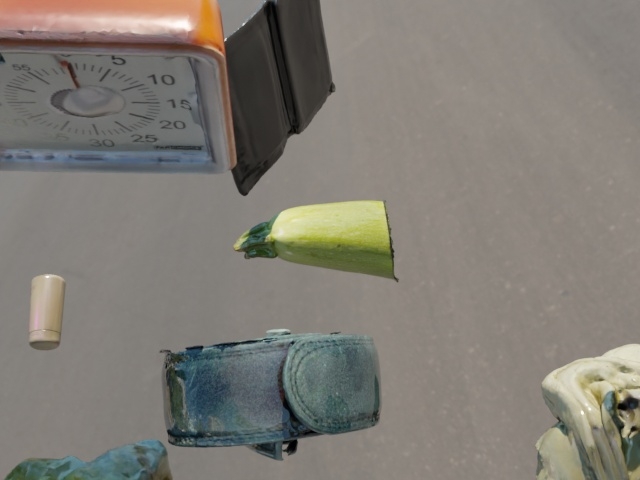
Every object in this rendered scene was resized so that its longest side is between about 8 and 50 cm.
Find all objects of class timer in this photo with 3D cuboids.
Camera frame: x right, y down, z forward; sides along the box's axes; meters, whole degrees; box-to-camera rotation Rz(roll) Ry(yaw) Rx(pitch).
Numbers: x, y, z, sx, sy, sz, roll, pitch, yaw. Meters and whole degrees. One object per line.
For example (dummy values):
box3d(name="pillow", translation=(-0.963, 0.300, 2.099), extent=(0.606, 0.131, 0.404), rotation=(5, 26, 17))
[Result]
box3d(name="timer", translation=(-0.206, -0.152, 0.768), extent=(0.258, 0.161, 0.250), rotation=(1, -2, -3))

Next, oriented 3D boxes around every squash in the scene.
box3d(name="squash", translation=(0.005, -0.015, 1.406), extent=(0.137, 0.288, 0.137), rotation=(-172, 90, -66))

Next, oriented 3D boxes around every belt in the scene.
box3d(name="belt", translation=(-0.044, 0.142, 0.825), extent=(0.207, 0.116, 0.267), rotation=(-4, -7, -7))

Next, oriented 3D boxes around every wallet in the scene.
box3d(name="wallet", translation=(-0.065, -0.242, 1.315), extent=(0.041, 0.247, 0.323), rotation=(15, 47, 25))

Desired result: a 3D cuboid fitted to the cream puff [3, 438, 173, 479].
box3d(name="cream puff", translation=(-0.249, 0.394, 0.919), extent=(0.378, 0.378, 0.275), rotation=(-50, 23, -20))

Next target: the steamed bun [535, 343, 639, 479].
box3d(name="steamed bun", translation=(0.529, 0.353, 1.477), extent=(0.352, 0.339, 0.247), rotation=(-6, -3, -5))

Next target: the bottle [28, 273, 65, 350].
box3d(name="bottle", translation=(-0.365, 0.096, 1.173), extent=(0.045, 0.045, 0.096), rotation=(-22, 59, 33))
